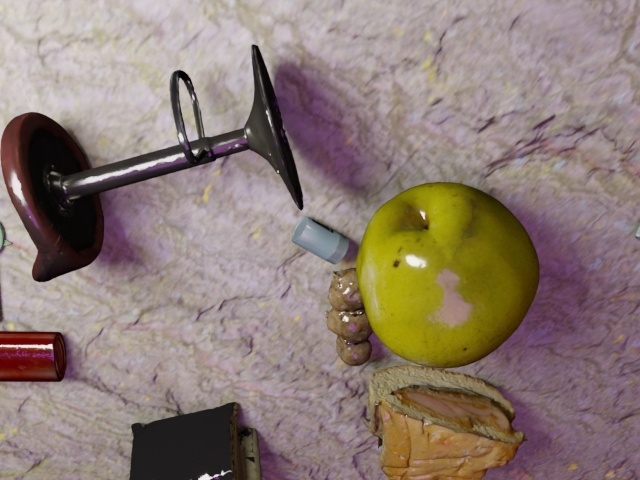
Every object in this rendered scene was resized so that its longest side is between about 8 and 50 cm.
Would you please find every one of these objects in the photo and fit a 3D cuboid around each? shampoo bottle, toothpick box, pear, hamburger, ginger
[{"bbox_3d":[-0.584,0.199,1.003,0.260,0.064,0.102,3,124,-8],"label":"shampoo bottle"},{"bbox_3d":[0.000,0.000,0.965,0.083,0.052,0.052,28,114,-21],"label":"toothpick box"},{"bbox_3d":[0.193,0.059,0.903,0.294,0.294,0.294,-3,121,-6],"label":"pear"},{"bbox_3d":[0.211,0.381,1.162,0.329,0.162,0.209,16,120,-19],"label":"hamburger"},{"bbox_3d":[0.060,0.142,1.044,0.104,0.080,0.204,-3,120,-12],"label":"ginger"}]

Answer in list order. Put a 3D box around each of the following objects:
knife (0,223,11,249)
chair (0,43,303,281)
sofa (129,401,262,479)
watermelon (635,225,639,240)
[{"bbox_3d":[-0.532,0.051,0.949,0.054,0.015,0.212,3,120,-19],"label":"knife"},{"bbox_3d":[-0.240,-0.093,0.778,0.401,0.226,0.227,-16,122,3],"label":"chair"},{"bbox_3d":[-0.247,0.465,1.144,0.258,0.200,0.182,-13,133,0],"label":"sofa"},{"bbox_3d":[0.605,-0.010,1.033,0.085,0.061,0.085,-8,121,-14],"label":"watermelon"}]
